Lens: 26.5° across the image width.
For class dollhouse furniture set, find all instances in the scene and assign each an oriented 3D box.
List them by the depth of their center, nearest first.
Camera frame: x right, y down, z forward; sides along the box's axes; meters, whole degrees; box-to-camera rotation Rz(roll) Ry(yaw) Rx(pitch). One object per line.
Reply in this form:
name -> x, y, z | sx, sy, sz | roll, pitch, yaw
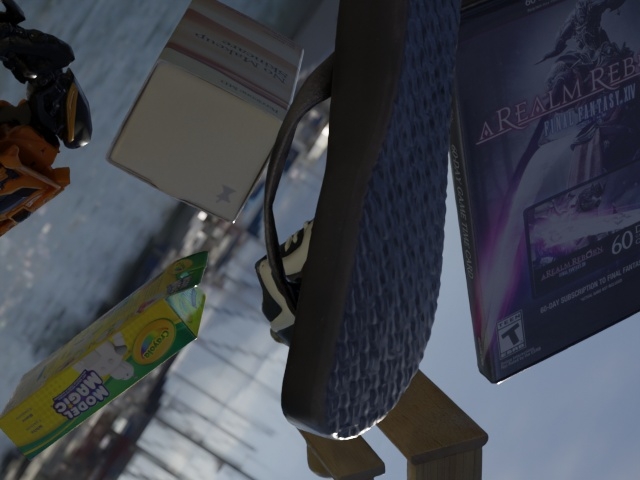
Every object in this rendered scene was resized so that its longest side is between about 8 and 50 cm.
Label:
dollhouse furniture set -> 0.020, 0.184, 0.933 | 0.123, 0.144, 0.151 | -137, -139, -57

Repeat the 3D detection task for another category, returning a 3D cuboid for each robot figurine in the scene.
robot figurine -> -0.263, -0.073, 0.768 | 0.211, 0.291, 0.085 | -35, -131, 13

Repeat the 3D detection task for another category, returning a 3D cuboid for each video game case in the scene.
video game case -> 0.173, -0.056, 0.875 | 0.196, 0.274, 0.026 | -24, -144, -18

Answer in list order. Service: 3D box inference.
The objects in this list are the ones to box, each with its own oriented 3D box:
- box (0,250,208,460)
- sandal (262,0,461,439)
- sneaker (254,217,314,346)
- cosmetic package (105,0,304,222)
box -> -0.149, 0.079, 1.005 | 0.179, 0.043, 0.105 | -38, -168, 9
sandal -> 0.017, -0.041, 0.562 | 0.097, 0.054, 0.254 | 45, 50, -58
sneaker -> 0.000, 0.000, 1.250 | 0.153, 0.094, 0.235 | 13, -79, 52
cosmetic package -> -0.116, -0.153, 1.479 | 0.129, 0.153, 0.296 | -59, -169, 22
